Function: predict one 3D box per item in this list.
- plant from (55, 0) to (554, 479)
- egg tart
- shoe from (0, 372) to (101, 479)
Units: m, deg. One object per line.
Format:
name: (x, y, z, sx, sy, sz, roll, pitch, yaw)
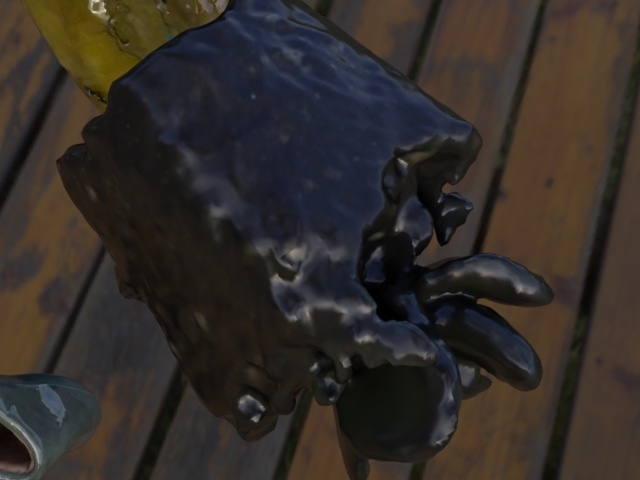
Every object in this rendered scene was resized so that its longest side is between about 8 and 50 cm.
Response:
plant: (0.000, 0.000, 0.915, 0.188, 0.199, 0.276, -36, 83, -35)
egg tart: (-0.159, -0.224, 1.315, 0.169, 0.388, 0.388, -27, 62, 1)
shoe: (-0.206, 0.130, 1.050, 0.079, 0.195, 0.078, -41, 60, 14)
